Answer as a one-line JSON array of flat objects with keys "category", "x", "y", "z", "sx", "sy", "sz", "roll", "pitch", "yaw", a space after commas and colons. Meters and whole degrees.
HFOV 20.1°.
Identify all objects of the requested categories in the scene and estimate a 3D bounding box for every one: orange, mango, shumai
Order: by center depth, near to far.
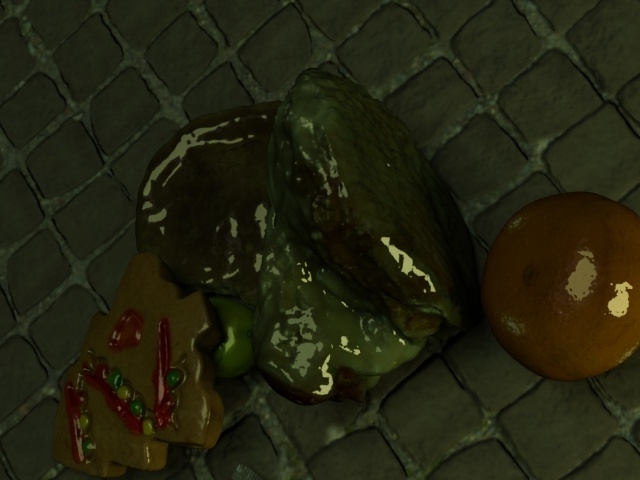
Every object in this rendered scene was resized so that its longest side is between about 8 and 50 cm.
[{"category": "orange", "x": 0.208, "y": 0.038, "z": 1.472, "sx": 0.156, "sy": 0.124, "sz": 0.156, "roll": -16, "pitch": 66, "yaw": 42}, {"category": "shumai", "x": 0.000, "y": 0.000, "z": 1.556, "sx": 0.203, "sy": 0.222, "sz": 0.272, "roll": -28, "pitch": 67, "yaw": 21}, {"category": "mango", "x": -0.098, "y": 0.089, "z": 1.662, "sx": 0.108, "sy": 0.056, "sz": 0.073, "roll": 2, "pitch": 76, "yaw": 33}]

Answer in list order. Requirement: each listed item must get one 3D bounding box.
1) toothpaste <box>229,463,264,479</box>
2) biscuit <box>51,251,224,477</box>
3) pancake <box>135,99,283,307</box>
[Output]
[{"category": "toothpaste", "x": -0.110, "y": 0.311, "z": 1.583, "sx": 0.089, "sy": 0.057, "sz": 0.234, "roll": 30, "pitch": 78, "yaw": 38}, {"category": "biscuit", "x": -0.177, "y": 0.134, "z": 1.661, "sx": 0.238, "sy": 0.041, "sz": 0.212, "roll": -43, "pitch": 54, "yaw": 26}, {"category": "pancake", "x": -0.077, "y": -0.038, "z": 1.713, "sx": 0.236, "sy": 0.042, "sz": 0.222, "roll": 30, "pitch": 88, "yaw": 36}]
